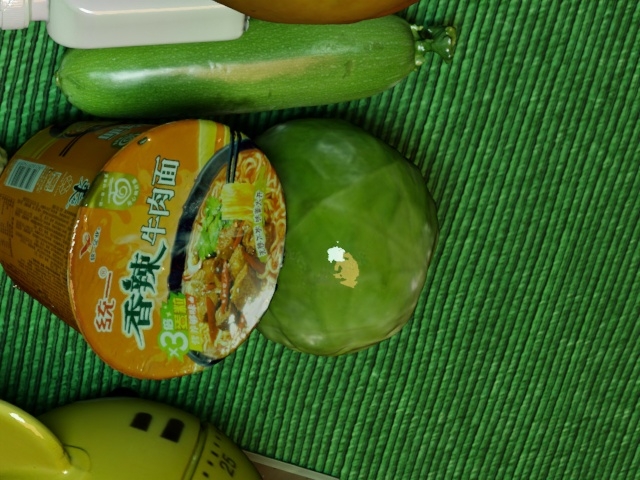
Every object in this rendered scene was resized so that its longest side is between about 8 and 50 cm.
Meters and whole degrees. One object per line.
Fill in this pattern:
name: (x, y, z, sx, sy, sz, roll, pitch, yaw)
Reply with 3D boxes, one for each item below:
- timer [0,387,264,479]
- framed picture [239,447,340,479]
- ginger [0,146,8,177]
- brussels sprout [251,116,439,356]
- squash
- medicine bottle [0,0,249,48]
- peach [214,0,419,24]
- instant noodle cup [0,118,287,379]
timer: (-0.236, 0.294, 1.799, 0.387, 0.376, 0.376, 31, 109, -4)
framed picture: (-0.087, 0.290, 2.016, 0.183, 0.011, 0.142, 20, 113, -27)
ginger: (-0.393, -0.053, 1.642, 0.276, 0.130, 0.221, 37, 111, -28)
brussels sprout: (0.000, 0.000, 1.742, 0.244, 0.244, 0.244, -8, 122, -12)
squash: (-0.054, -0.167, 1.692, 0.379, 0.101, 0.101, -5, 122, -14)
medicine bottle: (-0.179, -0.222, 1.606, 0.219, 0.115, 0.078, -5, 140, -14)
peach: (-0.006, -0.345, 1.473, 0.343, 0.301, 0.342, -2, 110, -5)
instant noodle cup: (-0.172, -0.007, 1.621, 0.230, 0.182, 0.230, -12, 109, -39)
